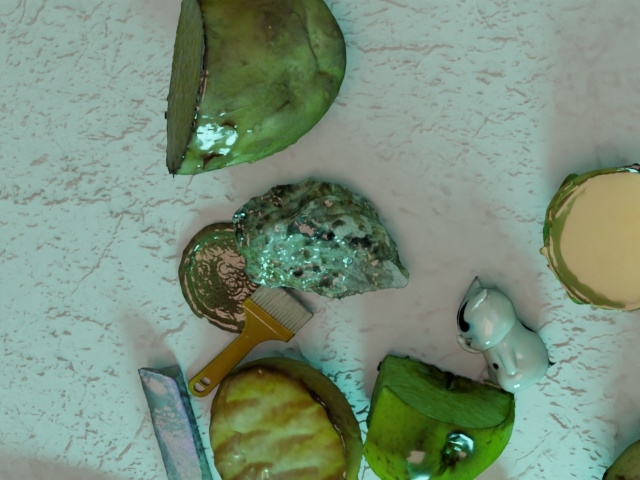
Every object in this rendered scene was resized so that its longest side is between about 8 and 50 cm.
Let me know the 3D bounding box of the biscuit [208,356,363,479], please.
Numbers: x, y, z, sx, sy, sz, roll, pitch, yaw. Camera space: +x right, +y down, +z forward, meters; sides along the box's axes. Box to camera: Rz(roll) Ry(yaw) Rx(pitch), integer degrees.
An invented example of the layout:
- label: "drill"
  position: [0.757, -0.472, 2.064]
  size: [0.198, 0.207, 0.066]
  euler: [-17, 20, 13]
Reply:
- label: "biscuit"
  position: [-0.055, 0.333, 1.764]
  size: [0.296, 0.102, 0.296]
  euler: [8, 105, 33]

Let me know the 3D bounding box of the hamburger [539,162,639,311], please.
- label: "hamburger"
  position: [0.442, -0.003, 1.597]
  size: [0.237, 0.149, 0.237]
  euler: [1, 96, 12]

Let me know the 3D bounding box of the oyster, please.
- label: "oyster"
  position: [0.000, 0.000, 1.688]
  size: [0.268, 0.112, 0.198]
  euler: [-6, 100, 5]

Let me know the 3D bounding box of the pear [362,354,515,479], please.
- label: "pear"
  position: [0.188, 0.312, 1.671]
  size: [0.238, 0.255, 0.164]
  euler: [17, 106, 0]

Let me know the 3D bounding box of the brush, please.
- label: "brush"
  position: [-0.135, 0.179, 1.801]
  size: [0.103, 0.013, 0.272]
  euler: [41, 113, -10]

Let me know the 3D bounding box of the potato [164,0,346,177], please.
- label: "potato"
  position: [-0.089, -0.237, 1.588]
  size: [0.237, 0.301, 0.288]
  euler: [6, 133, -18]

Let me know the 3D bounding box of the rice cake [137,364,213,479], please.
- label: "rice cake"
  position: [-0.230, 0.393, 1.862]
  size: [0.070, 0.064, 0.399]
  euler: [-13, 102, 7]

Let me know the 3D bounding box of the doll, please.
- label: "doll"
  position: [0.283, 0.156, 1.685]
  size: [0.107, 0.110, 0.180]
  euler: [-40, 98, -3]

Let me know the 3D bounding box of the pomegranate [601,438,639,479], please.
- label: "pomegranate"
  position: [0.566, 0.445, 1.631]
  size: [0.322, 0.322, 0.322]
  euler: [2, 105, 9]

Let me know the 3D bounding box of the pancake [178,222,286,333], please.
- label: "pancake"
  position: [-0.148, 0.065, 1.781]
  size: [0.199, 0.021, 0.199]
  euler: [3, 107, 10]
